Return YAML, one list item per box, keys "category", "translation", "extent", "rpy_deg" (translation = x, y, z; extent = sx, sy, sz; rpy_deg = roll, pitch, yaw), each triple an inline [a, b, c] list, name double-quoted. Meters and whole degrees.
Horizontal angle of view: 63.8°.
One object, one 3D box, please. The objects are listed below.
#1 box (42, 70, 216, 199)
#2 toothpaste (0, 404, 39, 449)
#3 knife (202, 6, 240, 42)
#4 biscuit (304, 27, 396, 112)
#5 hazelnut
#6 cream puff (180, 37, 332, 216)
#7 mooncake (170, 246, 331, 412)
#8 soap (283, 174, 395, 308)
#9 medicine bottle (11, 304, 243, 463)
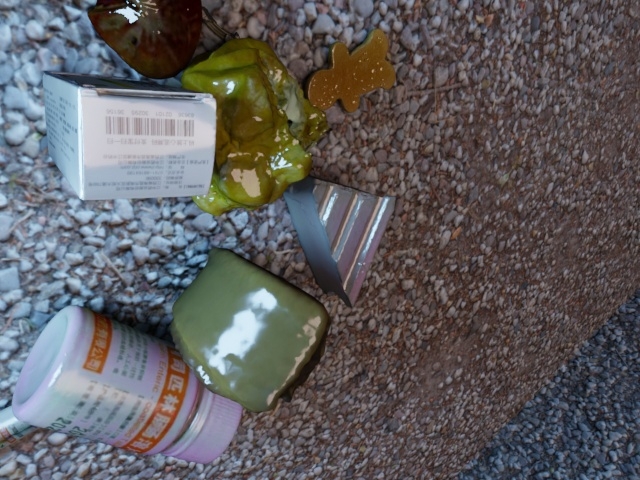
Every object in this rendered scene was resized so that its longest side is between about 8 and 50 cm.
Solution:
- category: "box"
  translation: [-0.297, -0.167, 0.769]
  extent: [0.173, 0.332, 0.145]
  rpy_deg: [-7, 111, -33]
- category: "toothpaste"
  translation: [-0.653, 0.385, 0.976]
  extent: [0.323, 0.066, 0.100]
  rpy_deg: [-28, 122, -16]
- category: "knife"
  translation: [-0.149, -0.368, 0.983]
  extent: [0.046, 0.021, 0.222]
  rpy_deg: [-50, 132, -1]
- category: "biscuit"
  translation: [0.062, -0.362, 1.128]
  extent: [0.240, 0.035, 0.158]
  rpy_deg: [-31, 125, -20]
- category: "hazelnut"
  translation: [-0.269, -0.357, 0.806]
  extent: [0.177, 0.178, 0.204]
  rpy_deg: [-17, 121, -28]
- category: "cream puff"
  translation: [-0.152, -0.198, 0.922]
  extent: [0.274, 0.323, 0.270]
  rpy_deg: [-37, 107, 23]
- category: "mooncake"
  translation: [-0.106, 0.197, 1.051]
  extent: [0.394, 0.393, 0.246]
  rpy_deg: [40, 84, -39]
- category: "soap"
  translation: [0.000, 0.000, 1.183]
  extent: [0.257, 0.159, 0.302]
  rpy_deg: [10, 104, -42]
- category: "medicine bottle"
  translation: [-0.358, 0.295, 1.007]
  extent: [0.388, 0.219, 0.219]
  rpy_deg: [35, 90, -34]
